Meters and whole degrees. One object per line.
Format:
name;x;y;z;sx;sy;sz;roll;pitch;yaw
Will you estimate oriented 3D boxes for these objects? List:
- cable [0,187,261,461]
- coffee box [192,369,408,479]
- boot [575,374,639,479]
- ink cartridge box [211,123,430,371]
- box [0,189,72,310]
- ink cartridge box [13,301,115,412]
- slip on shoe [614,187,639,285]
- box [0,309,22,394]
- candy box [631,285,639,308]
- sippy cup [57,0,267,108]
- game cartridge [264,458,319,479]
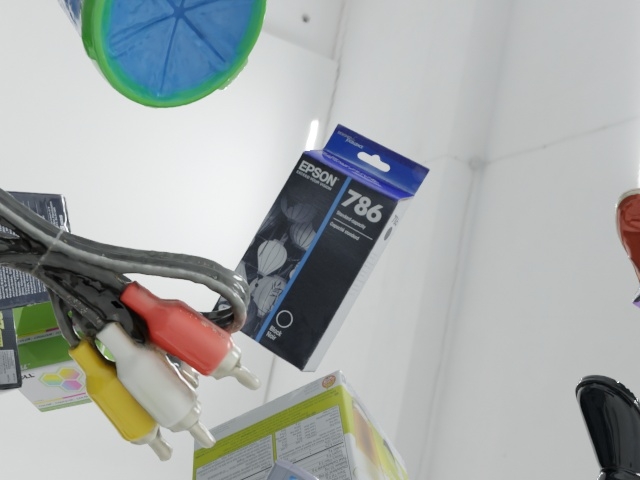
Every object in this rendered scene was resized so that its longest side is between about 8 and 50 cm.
cable;-0.158;0.028;0.453;0.139;0.287;0.072;-41;-156;16
coffee box;-0.018;0.526;1.337;0.338;0.338;0.334;-26;-146;10
boot;0.443;0.356;1.064;0.094;0.247;0.207;-23;-170;43
ink cartridge box;0.000;0.000;0.983;0.333;0.165;0.065;-61;159;-2
box;-0.341;0.019;0.629;0.207;0.153;0.108;-6;87;-79
ink cartridge box;-0.476;0.190;1.268;0.255;0.188;0.097;71;9;-46
slip on shoe;0.722;0.044;1.512;0.123;0.332;0.101;-15;-169;22
box;-0.512;0.114;0.982;0.183;0.059;0.233;-20;-105;24
candy box;0.497;0.054;0.834;0.070;0.164;0.196;-50;164;-26
sippy cup;-0.221;-0.316;0.857;0.224;0.240;0.306;42;-35;31
game cartridge;-0.021;0.265;0.724;0.056;0.083;0.017;-62;165;15
